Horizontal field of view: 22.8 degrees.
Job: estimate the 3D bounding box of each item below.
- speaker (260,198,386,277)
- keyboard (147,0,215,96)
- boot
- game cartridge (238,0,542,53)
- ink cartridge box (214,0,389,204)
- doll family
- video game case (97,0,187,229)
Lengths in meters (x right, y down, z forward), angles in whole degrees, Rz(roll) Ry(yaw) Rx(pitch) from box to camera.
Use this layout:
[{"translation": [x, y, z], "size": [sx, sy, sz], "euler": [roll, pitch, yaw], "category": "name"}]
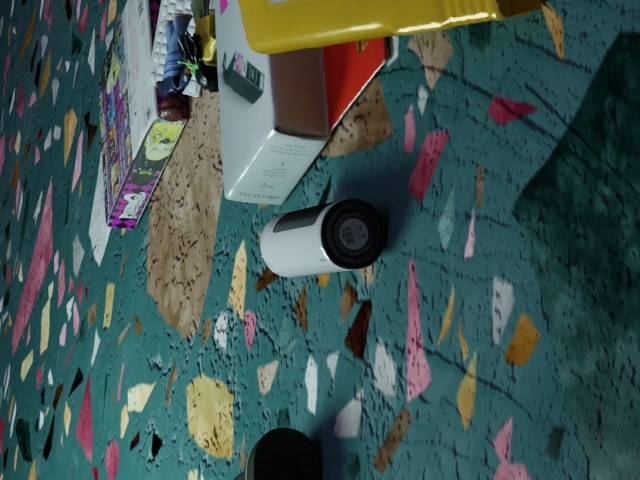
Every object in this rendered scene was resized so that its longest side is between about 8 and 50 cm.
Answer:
[{"translation": [0.000, 0.000, 1.237], "size": [0.136, 0.055, 0.055], "euler": [171, 105, -69], "category": "speaker"}, {"translation": [-0.133, -0.284, 1.678], "size": [0.072, 0.014, 0.256], "euler": [19, 104, 37], "category": "keyboard"}, {"translation": [-0.049, 0.264, 1.273], "size": [0.137, 0.077, 0.198], "euler": [128, 156, -61], "category": "boot"}, {"translation": [0.018, -0.279, 1.087], "size": [0.323, 0.052, 0.285], "euler": [3, 107, 59], "category": "game cartridge"}, {"translation": [-0.025, -0.204, 1.361], "size": [0.239, 0.060, 0.275], "euler": [128, 143, -55], "category": "ink cartridge box"}, {"translation": [-0.116, -0.186, 1.575], "size": [0.193, 0.076, 0.111], "euler": [143, 126, -68], "category": "doll family"}, {"translation": [-0.210, -0.165, 1.842], "size": [0.210, 0.041, 0.232], "euler": [123, 147, -47], "category": "video game case"}]
